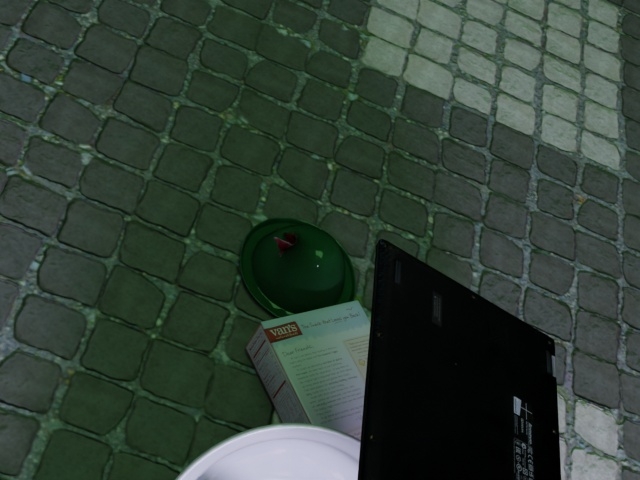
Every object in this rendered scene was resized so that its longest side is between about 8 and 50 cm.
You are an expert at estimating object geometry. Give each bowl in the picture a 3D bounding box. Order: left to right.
[{"bbox_3d":[-0.046,0.326,1.255,0.297,0.134,0.298,-1,95,-11],"label":"bowl"}]

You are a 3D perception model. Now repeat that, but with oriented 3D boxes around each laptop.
[{"bbox_3d":[0.139,0.283,1.281,0.408,0.236,0.382,30,43,-24],"label":"laptop"}]

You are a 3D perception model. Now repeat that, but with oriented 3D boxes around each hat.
[{"bbox_3d":[0.000,0.000,1.552,0.173,0.183,0.208,18,47,-13],"label":"hat"}]

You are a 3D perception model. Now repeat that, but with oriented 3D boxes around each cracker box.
[{"bbox_3d":[0.026,0.198,1.485,0.155,0.067,0.232,-10,60,-34],"label":"cracker box"}]
